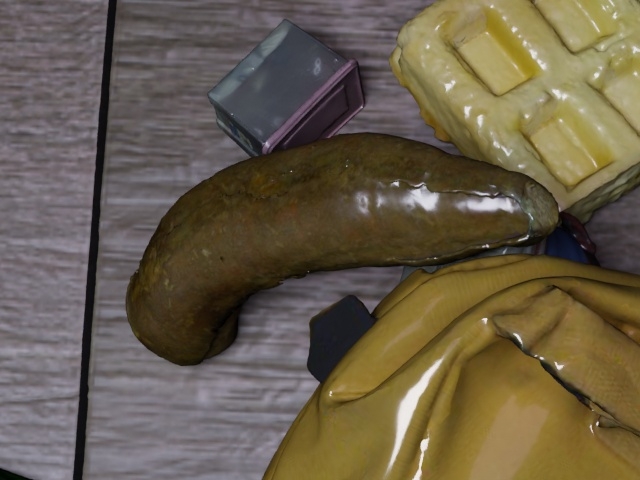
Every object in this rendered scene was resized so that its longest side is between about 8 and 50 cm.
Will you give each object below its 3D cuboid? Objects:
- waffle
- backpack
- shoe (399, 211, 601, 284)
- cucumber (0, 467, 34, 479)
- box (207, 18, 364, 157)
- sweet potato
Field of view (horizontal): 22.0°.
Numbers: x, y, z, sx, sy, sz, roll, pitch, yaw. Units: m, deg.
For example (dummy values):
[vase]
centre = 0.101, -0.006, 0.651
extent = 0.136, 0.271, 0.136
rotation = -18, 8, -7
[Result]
[waffle]
centre = 0.196, -0.132, 1.050
extent = 0.274, 0.057, 0.168
rotation = -33, 74, -9
[backpack]
centre = 0.136, 0.188, 0.839
extent = 0.378, 0.201, 0.353
rotation = 26, 98, -17
[shoe]
centre = 0.100, 0.076, 0.974
extent = 0.125, 0.099, 0.227
rotation = 17, 98, -35
[cucumber]
centre = -0.250, 0.169, 0.962
extent = 0.244, 0.063, 0.115
rotation = 17, 72, 8
[box]
centre = -0.022, -0.090, 1.044
extent = 0.063, 0.060, 0.085
rotation = 41, 77, 21
[sweet potato]
centre = 0.003, -0.003, 0.948
extent = 0.286, 0.085, 0.112
rotation = -14, 104, 27
